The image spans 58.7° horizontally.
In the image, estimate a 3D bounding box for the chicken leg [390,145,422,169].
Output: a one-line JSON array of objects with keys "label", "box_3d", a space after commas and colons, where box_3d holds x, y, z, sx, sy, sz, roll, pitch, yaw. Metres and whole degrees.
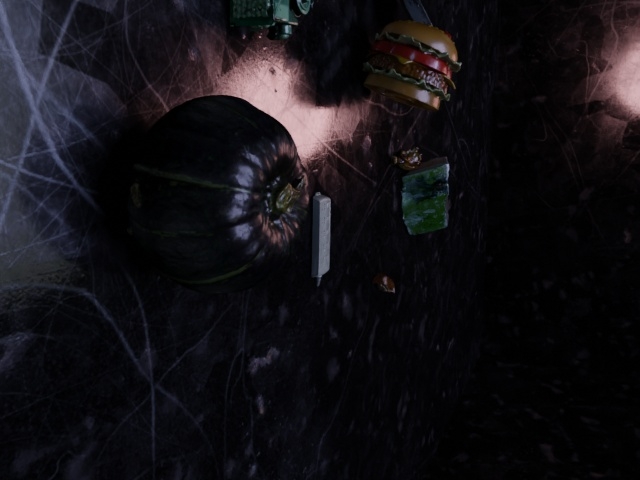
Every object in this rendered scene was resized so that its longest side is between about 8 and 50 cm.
[{"label": "chicken leg", "box_3d": [0.296, -0.285, 1.973, 0.178, 0.070, 0.093, -12, 133, -50]}]

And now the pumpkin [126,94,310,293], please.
[{"label": "pumpkin", "box_3d": [-0.158, -0.072, 0.920, 0.323, 0.241, 0.323, -31, 126, -56]}]

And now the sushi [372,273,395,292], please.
[{"label": "sushi", "box_3d": [0.220, 0.149, 1.937, 0.120, 0.052, 0.055, 32, 68, -61]}]

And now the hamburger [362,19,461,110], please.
[{"label": "hamburger", "box_3d": [0.261, -0.502, 1.604, 0.274, 0.274, 0.212, -2, 114, -63]}]

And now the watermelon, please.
[{"label": "watermelon", "box_3d": [0.426, -0.187, 2.151, 0.302, 0.151, 0.264, -50, 138, -47]}]

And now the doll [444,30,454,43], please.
[{"label": "doll", "box_3d": [0.447, -0.688, 2.116, 0.134, 0.106, 0.186, 77, 32, -46]}]

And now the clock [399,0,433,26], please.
[{"label": "clock", "box_3d": [0.277, -0.703, 1.712, 0.226, 0.049, 0.226, 54, 18, -27]}]

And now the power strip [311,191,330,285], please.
[{"label": "power strip", "box_3d": [0.000, 0.000, 1.491, 0.060, 0.027, 0.252, -22, 116, -60]}]

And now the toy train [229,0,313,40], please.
[{"label": "toy train", "box_3d": [-0.091, -0.526, 1.081, 0.154, 0.115, 0.269, -25, 119, -62]}]
